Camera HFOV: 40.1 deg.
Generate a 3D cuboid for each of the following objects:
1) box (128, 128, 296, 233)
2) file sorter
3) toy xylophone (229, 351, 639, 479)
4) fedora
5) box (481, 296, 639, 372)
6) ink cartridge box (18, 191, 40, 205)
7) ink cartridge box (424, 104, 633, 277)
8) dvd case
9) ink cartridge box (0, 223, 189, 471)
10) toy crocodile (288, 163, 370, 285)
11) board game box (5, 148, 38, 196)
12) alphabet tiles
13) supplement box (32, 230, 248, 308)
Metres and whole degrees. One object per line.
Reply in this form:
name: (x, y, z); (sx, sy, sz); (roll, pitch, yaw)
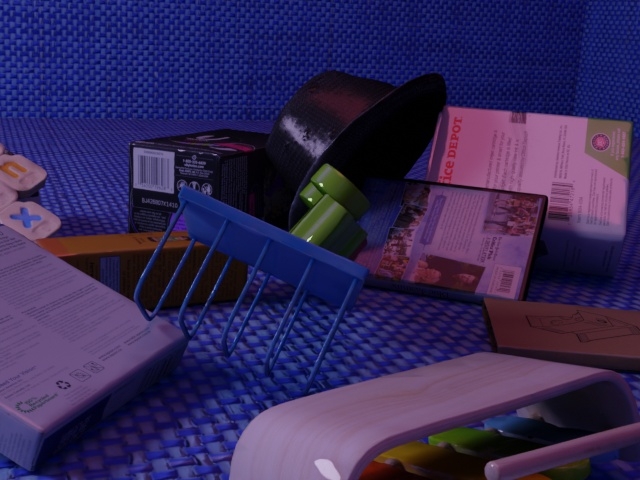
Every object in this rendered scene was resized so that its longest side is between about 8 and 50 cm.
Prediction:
box: (-0.150, -0.087, 1.347); (0.165, 0.144, 0.270); (10, 15, 25)
file sorter: (-0.060, 0.049, 0.760); (0.170, 0.105, 0.118); (24, -17, 4)
toy xylophone: (0.100, 0.139, 0.570); (0.322, 0.081, 0.236); (-7, 4, -28)
fedora: (0.034, -0.153, 1.280); (0.152, 0.334, 0.334); (42, 27, 15)
box: (0.282, 0.101, 0.950); (0.201, 0.021, 0.164); (4, 14, 4)
ink cartridge box: (-0.478, -0.042, 1.256); (0.104, 0.062, 0.181); (10, 16, 27)
ink cartridge box: (0.292, -0.074, 1.247); (0.272, 0.199, 0.115); (7, -29, 15)
dvd case: (0.153, -0.004, 1.134); (0.252, 0.022, 0.180); (8, 51, 20)
ink cartridge box: (-0.257, 0.076, 0.737); (0.223, 0.045, 0.223); (30, 21, 12)
toy crocodile: (0.000, 0.000, 0.951); (0.105, 0.115, 0.340); (42, -5, -2)
board game box: (-0.528, -0.080, 1.187); (0.243, 0.042, 0.165); (-11, 21, -32)
alphabet tiles: (-0.475, -0.042, 1.066); (0.277, 0.021, 0.284); (30, 42, 9)
supplement box: (-0.201, 0.034, 0.995); (0.233, 0.080, 0.078); (-6, 18, -27)
